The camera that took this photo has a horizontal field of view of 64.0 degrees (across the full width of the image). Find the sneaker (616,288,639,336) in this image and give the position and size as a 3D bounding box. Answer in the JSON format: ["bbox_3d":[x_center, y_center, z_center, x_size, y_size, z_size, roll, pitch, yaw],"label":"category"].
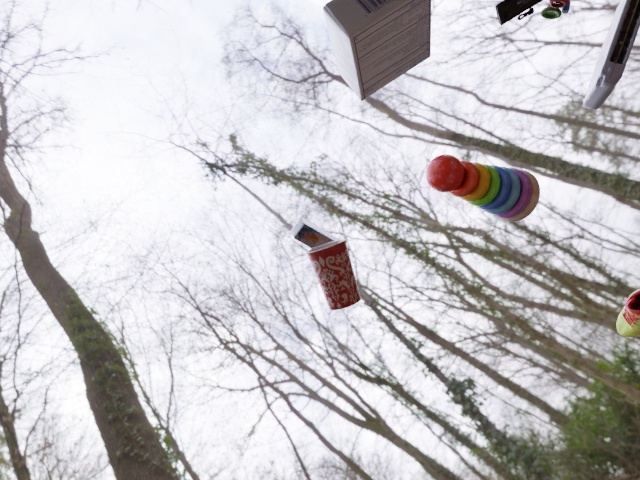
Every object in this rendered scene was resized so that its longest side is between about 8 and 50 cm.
[{"bbox_3d":[0.738,0.158,1.188,0.094,0.081,0.208,-7,-41,-14],"label":"sneaker"}]

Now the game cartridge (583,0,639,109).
[{"bbox_3d":[0.765,-0.501,1.327,0.196,0.060,0.294,25,-95,-77],"label":"game cartridge"}]

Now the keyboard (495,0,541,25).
[{"bbox_3d":[0.679,-0.794,1.718,0.180,0.023,0.108,-29,-46,12],"label":"keyboard"}]

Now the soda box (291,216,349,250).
[{"bbox_3d":[0.000,0.000,1.602,0.183,0.063,0.058,29,-75,-25],"label":"soda box"}]

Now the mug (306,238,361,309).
[{"bbox_3d":[0.054,0.088,1.391,0.150,0.113,0.169,-22,-84,-41],"label":"mug"}]

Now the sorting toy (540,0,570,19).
[{"bbox_3d":[0.600,-0.601,1.294,0.102,0.061,0.042,38,-115,-85],"label":"sorting toy"}]

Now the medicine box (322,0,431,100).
[{"bbox_3d":[0.175,-0.603,1.498,0.263,0.149,0.289,-33,-23,-2],"label":"medicine box"}]

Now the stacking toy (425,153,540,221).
[{"bbox_3d":[0.391,-0.143,1.263,0.330,0.141,0.141,12,-80,-34],"label":"stacking toy"}]
